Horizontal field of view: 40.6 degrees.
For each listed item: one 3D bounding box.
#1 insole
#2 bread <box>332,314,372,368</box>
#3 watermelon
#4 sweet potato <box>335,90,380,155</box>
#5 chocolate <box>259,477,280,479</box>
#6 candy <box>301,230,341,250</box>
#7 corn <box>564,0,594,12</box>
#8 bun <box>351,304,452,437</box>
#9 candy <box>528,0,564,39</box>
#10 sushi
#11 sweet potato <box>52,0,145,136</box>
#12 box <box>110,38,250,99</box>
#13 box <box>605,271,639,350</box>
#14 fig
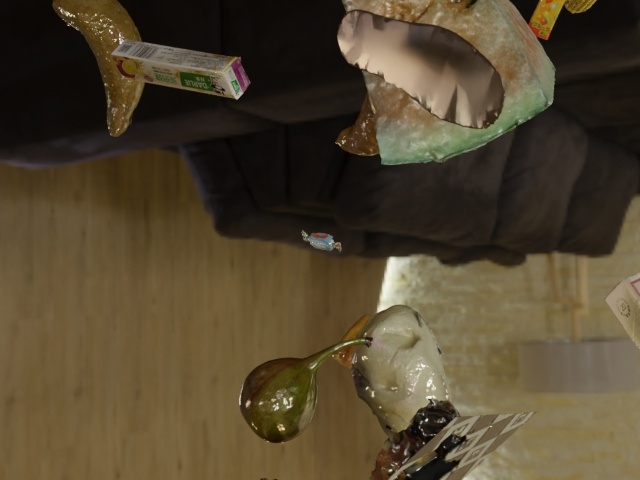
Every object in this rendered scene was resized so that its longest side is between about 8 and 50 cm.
[{"bbox_3d":[0.123,-0.236,1.137,0.007,0.111,0.328,-10,-148,-36],"label":"insole"},{"bbox_3d":[0.090,0.233,1.984,0.054,0.136,0.154,16,163,25],"label":"bread"},{"bbox_3d":[0.196,-0.256,1.271,0.264,0.302,0.151,-19,168,19],"label":"watermelon"},{"bbox_3d":[0.114,-0.235,1.557,0.092,0.114,0.341,-22,162,-25],"label":"sweet potato"},{"bbox_3d":[-0.073,0.393,1.282,0.085,0.086,0.219,-1,162,-2],"label":"chocolate"},{"bbox_3d":[0.000,-0.001,1.471,0.083,0.030,0.020,15,-129,36],"label":"candy"},{"bbox_3d":[0.573,-0.558,1.821,0.081,0.081,0.248,-1,170,-3],"label":"corn"},{"bbox_3d":[0.149,0.253,1.580,0.168,0.273,0.273,-17,176,2],"label":"bun"},{"bbox_3d":[0.359,-0.373,1.336,0.038,0.122,0.062,25,-160,6],"label":"candy"},{"bbox_3d":[0.126,0.303,1.160,0.294,0.059,0.292,-47,150,16],"label":"sushi"},{"bbox_3d":[-0.361,-0.338,1.446,0.124,0.310,0.098,-26,178,42],"label":"sweet potato"},{"bbox_3d":[-0.191,-0.231,1.164,0.207,0.041,0.050,15,147,29],"label":"box"},{"bbox_3d":[0.697,0.184,1.541,0.210,0.330,0.095,-21,156,-16],"label":"box"},{"bbox_3d":[-0.020,0.214,1.340,0.236,0.124,0.124,-38,171,5],"label":"fig"}]
